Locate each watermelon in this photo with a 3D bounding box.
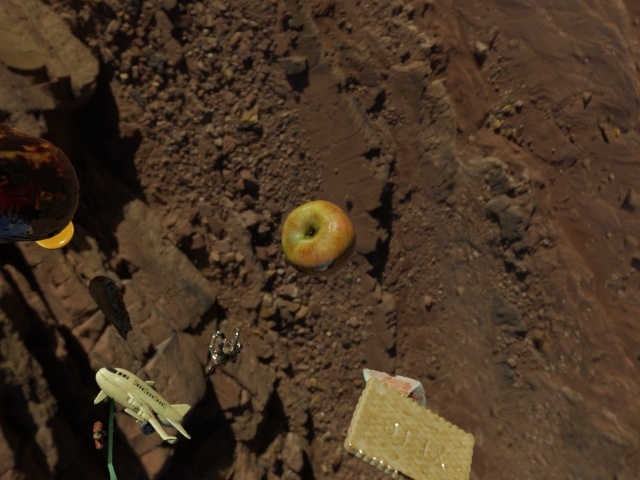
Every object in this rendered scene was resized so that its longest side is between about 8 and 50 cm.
[{"bbox_3d":[0.277,0.579,1.995,0.262,0.201,0.212,40,149,60],"label":"watermelon"}]

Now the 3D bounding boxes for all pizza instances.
[{"bbox_3d":[-0.571,0.184,1.504,0.188,0.062,0.198,-10,107,55],"label":"pizza"}]

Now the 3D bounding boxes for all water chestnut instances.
[{"bbox_3d":[-0.705,-0.094,1.134,0.351,0.350,0.302,20,101,20],"label":"water chestnut"}]

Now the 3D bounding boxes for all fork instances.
[{"bbox_3d":[-0.420,0.434,1.083,0.021,0.039,0.235,6,94,20],"label":"fork"}]

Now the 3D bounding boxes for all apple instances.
[{"bbox_3d":[0.000,0.000,1.845,0.265,0.264,0.264,15,125,23],"label":"apple"}]

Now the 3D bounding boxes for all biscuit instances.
[{"bbox_3d":[0.223,0.495,1.315,0.325,0.217,0.044,31,135,-3],"label":"biscuit"}]

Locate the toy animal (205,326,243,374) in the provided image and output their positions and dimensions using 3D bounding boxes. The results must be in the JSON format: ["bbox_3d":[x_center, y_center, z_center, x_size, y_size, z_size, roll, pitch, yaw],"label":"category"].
[{"bbox_3d":[-0.365,0.427,2.084,0.085,0.233,0.148,-3,103,21],"label":"toy animal"}]

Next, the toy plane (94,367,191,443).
[{"bbox_3d":[-0.384,0.349,1.162,0.244,0.092,0.229,40,175,-32],"label":"toy plane"}]

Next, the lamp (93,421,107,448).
[{"bbox_3d":[-0.642,0.559,1.567,0.031,0.063,0.083,-6,127,-14],"label":"lamp"}]

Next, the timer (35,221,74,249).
[{"bbox_3d":[-0.936,-0.022,1.905,0.132,0.132,0.152,51,158,-5],"label":"timer"}]
